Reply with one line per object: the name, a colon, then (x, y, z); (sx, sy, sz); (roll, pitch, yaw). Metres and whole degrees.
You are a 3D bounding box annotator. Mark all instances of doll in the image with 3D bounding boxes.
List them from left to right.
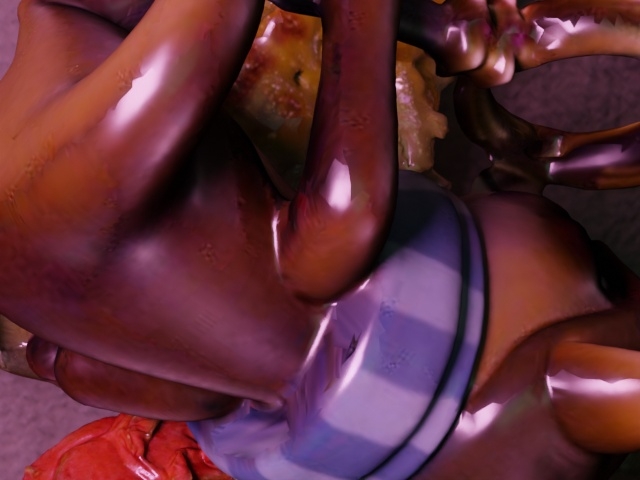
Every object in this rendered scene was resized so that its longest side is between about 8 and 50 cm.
doll: (-0.001, -0.003, 0.828); (0.340, 0.209, 0.318); (28, 123, -16)

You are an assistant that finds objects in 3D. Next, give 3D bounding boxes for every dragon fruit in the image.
dragon fruit: (-0.065, 0.139, 0.952); (0.162, 0.083, 0.106); (35, 86, -9)

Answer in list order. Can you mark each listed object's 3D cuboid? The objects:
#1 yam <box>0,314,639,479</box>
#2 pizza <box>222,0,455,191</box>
yam: (0.008, 0.061, 0.958); (0.371, 0.083, 0.083); (11, 93, -11)
pizza: (-0.004, -0.124, 0.936); (0.223, 0.089, 0.323); (25, 91, -8)
